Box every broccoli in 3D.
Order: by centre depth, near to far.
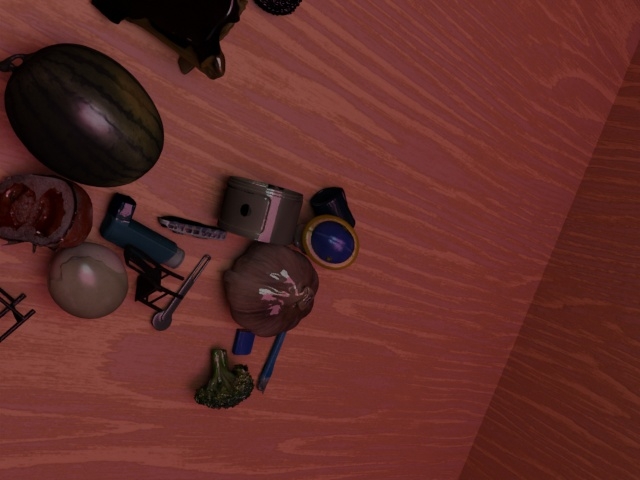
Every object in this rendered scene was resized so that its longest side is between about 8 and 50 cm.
[{"bbox_3d":[-0.307,0.436,1.684,0.194,0.220,0.194,31,53,-51],"label":"broccoli"}]

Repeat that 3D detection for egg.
[{"bbox_3d":[-0.573,0.093,1.306,0.183,0.183,0.217,-31,161,-26],"label":"egg"}]

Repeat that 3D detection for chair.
[{"bbox_3d":[-0.815,0.198,1.206,0.260,0.141,0.154,-45,127,-18],"label":"chair"},{"bbox_3d":[-0.480,0.103,1.436,0.102,0.084,0.212,-29,136,20],"label":"chair"}]

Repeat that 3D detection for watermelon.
[{"bbox_3d":[-0.522,-0.277,1.171,0.278,0.279,0.359,-51,129,-12],"label":"watermelon"}]

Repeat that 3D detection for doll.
[{"bbox_3d":[-0.016,-0.023,1.677,0.311,0.242,0.159,28,93,-13],"label":"doll"}]

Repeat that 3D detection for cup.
[{"bbox_3d":[0.040,-0.106,1.792,0.114,0.150,0.138,-21,122,9],"label":"cup"}]

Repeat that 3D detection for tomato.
[{"bbox_3d":[-0.630,-0.058,1.236,0.155,0.214,0.180,43,61,-80],"label":"tomato"}]

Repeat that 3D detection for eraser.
[{"bbox_3d":[-0.255,0.337,1.760,0.063,0.027,0.084,7,101,-40],"label":"eraser"}]

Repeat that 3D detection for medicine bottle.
[{"bbox_3d":[-0.474,-0.015,1.430,0.124,0.079,0.258,-51,130,0],"label":"medicine bottle"}]

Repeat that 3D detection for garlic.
[{"bbox_3d":[-0.146,0.160,1.668,0.322,0.241,0.321,-7,118,-14],"label":"garlic"}]

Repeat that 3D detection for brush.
[{"bbox_3d":[-0.412,0.152,1.581,0.062,0.027,0.266,45,73,-39],"label":"brush"}]

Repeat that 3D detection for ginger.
[{"bbox_3d":[-0.329,-0.614,1.275,0.211,0.359,0.412,-50,150,-75],"label":"ginger"}]

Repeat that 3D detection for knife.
[{"bbox_3d":[-0.161,0.398,1.858,0.044,0.026,0.296,23,89,-43],"label":"knife"}]

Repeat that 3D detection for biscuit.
[{"bbox_3d":[-0.118,-0.726,1.470,0.195,0.053,0.194,-14,114,-33],"label":"biscuit"}]

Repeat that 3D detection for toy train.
[{"bbox_3d":[-0.371,-0.034,1.528,0.208,0.043,0.047,13,97,-40],"label":"toy train"}]

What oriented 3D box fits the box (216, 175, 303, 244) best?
[{"bbox_3d":[-0.174,-0.089,1.541,0.226,0.226,0.149,9,100,-39],"label":"box"}]
